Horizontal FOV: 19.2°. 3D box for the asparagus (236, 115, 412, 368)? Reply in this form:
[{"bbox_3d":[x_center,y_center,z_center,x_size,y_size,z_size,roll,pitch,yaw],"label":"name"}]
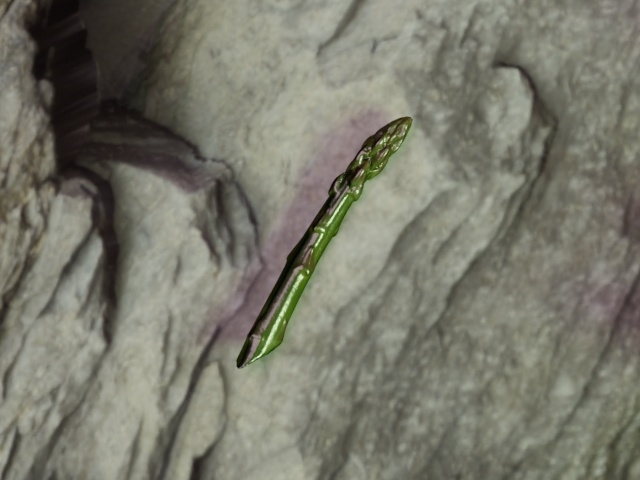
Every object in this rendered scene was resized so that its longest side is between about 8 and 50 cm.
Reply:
[{"bbox_3d":[0.000,0.000,1.463,0.034,0.027,0.236,27,83,44],"label":"asparagus"}]
